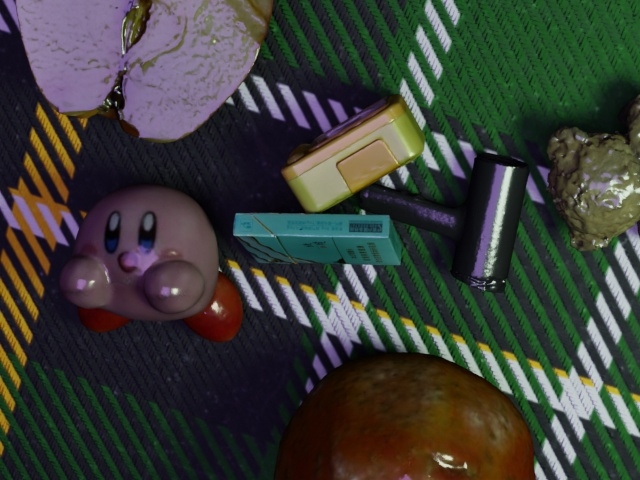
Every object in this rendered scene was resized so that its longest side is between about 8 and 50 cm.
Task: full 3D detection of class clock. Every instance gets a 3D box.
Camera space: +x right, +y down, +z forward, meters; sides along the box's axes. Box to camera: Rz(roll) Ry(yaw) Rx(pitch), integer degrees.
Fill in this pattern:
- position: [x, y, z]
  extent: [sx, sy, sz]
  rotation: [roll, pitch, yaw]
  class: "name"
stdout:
- position: [0.049, -0.129, 1.723]
  extent: [0.202, 0.143, 0.096]
  rotation: [-29, 98, 12]
  class: "clock"

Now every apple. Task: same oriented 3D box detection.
- position: [-0.257, -0.329, 1.664]
  extent: [0.329, 0.295, 0.365]
  rotation: [30, 110, 32]
  class: "apple"

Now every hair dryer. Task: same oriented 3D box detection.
- position: [0.176, -0.045, 1.757]
  extent: [0.251, 0.089, 0.197]
  rotation: [14, 103, 12]
  class: "hair dryer"

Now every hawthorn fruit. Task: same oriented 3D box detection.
- position: [0.117, 0.362, 1.686]
  extent: [0.403, 0.403, 0.403]
  rotation: [2, 101, 8]
  class: "hawthorn fruit"

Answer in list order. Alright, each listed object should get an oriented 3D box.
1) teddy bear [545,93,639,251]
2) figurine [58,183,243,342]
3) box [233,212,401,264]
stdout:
- position: [0.453, -0.090, 1.668]
  extent: [0.256, 0.156, 0.267]
  rotation: [-11, 100, 12]
  class: "teddy bear"
- position: [-0.262, 0.024, 1.777]
  extent: [0.270, 0.261, 0.211]
  rotation: [3, 74, 9]
  class: "figurine"
- position: [-0.001, 0.000, 1.744]
  extent: [0.229, 0.162, 0.041]
  rotation: [1, 74, 10]
  class: "box"
